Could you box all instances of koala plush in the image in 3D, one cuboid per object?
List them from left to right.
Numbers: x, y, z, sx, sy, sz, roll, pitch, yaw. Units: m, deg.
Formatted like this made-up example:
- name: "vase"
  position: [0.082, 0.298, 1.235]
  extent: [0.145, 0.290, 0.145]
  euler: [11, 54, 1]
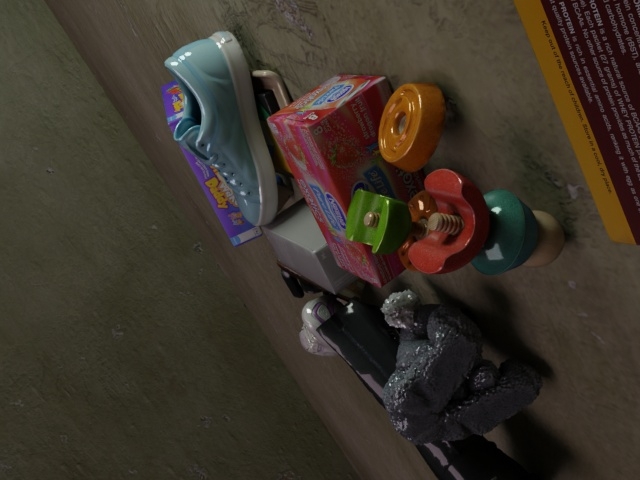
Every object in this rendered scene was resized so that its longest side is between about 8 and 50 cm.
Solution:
- name: "koala plush"
  position: [0.176, 0.172, 0.915]
  extent: [0.196, 0.203, 0.221]
  euler: [37, -161, -20]

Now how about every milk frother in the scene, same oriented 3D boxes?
- name: "milk frother"
  position: [-0.004, 0.057, 1.335]
  extent: [0.143, 0.129, 0.134]
  euler: [-7, 130, 21]

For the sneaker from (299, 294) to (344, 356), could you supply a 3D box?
- name: "sneaker"
  position: [0.011, 0.207, 1.313]
  extent: [0.305, 0.152, 0.114]
  euler: [42, -151, -62]

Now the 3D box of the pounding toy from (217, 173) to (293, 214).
- name: "pounding toy"
  position: [-0.143, -0.141, 1.277]
  extent: [0.141, 0.100, 0.130]
  euler: [46, -166, 26]

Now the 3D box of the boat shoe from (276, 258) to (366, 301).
- name: "boat shoe"
  position: [0.005, 0.063, 1.254]
  extent: [0.190, 0.072, 0.068]
  euler: [25, 171, 4]

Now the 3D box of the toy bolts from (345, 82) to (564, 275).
- name: "toy bolts"
  position: [0.159, -0.049, 0.665]
  extent: [0.228, 0.158, 0.218]
  euler: [-141, 63, -63]

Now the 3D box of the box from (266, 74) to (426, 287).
- name: "box"
  position: [0.053, -0.080, 0.817]
  extent: [0.123, 0.128, 0.257]
  euler: [28, 149, 57]

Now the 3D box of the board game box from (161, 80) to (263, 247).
- name: "board game box"
  position: [-0.253, -0.186, 1.417]
  extent: [0.233, 0.078, 0.347]
  euler: [-117, 3, -53]

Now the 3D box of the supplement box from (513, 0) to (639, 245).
- name: "supplement box"
  position: [0.230, -0.100, 0.289]
  extent: [0.191, 0.129, 0.194]
  euler: [60, 163, -17]

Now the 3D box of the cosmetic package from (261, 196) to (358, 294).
- name: "cosmetic package"
  position: [0.000, 0.000, 1.127]
  extent: [0.238, 0.127, 0.107]
  euler: [30, 150, 58]

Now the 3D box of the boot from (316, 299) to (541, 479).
- name: "boot"
  position: [0.199, 0.326, 1.117]
  extent: [0.445, 0.146, 0.367]
  euler: [44, 171, 26]

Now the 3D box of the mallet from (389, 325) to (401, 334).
- name: "mallet"
  position: [0.149, 0.212, 1.303]
  extent: [0.062, 0.039, 0.189]
  euler: [55, 168, 3]

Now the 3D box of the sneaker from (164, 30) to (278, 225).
- name: "sneaker"
  position: [-0.186, -0.175, 1.083]
  extent: [0.135, 0.150, 0.366]
  euler: [34, 143, 55]

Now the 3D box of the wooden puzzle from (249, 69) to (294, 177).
- name: "wooden puzzle"
  position: [-0.093, -0.205, 1.118]
  extent: [0.221, 0.044, 0.238]
  euler: [26, 148, 57]
